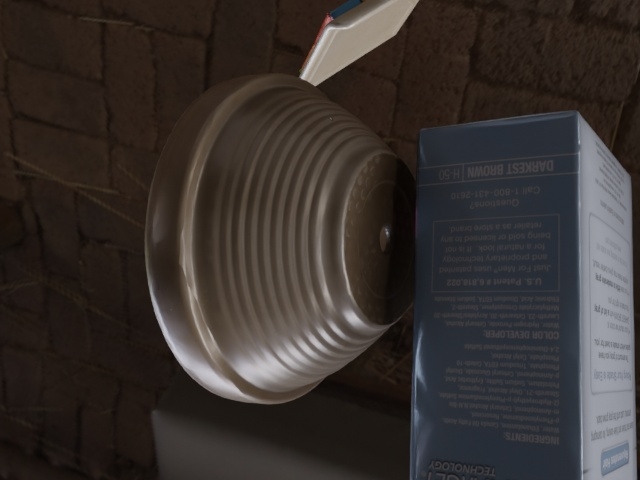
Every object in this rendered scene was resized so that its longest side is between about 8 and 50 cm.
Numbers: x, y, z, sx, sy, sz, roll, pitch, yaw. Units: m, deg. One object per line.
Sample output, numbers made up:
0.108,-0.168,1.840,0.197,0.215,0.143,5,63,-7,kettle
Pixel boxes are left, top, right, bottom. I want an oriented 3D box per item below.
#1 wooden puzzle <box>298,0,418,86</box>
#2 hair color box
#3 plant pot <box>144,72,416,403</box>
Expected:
0.058,-0.303,1.111,0.044,0.221,0.238,54,157,-1,wooden puzzle
0.147,0.120,0.547,0.113,0.185,0.374,-3,80,31,hair color box
0.000,0.000,0.552,0.109,0.237,0.237,2,115,33,plant pot
